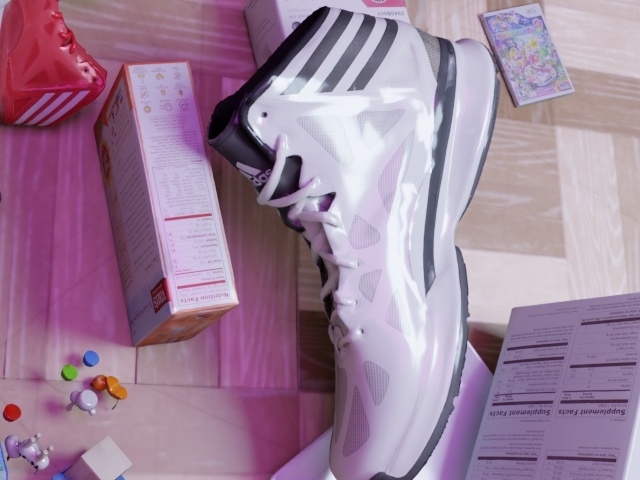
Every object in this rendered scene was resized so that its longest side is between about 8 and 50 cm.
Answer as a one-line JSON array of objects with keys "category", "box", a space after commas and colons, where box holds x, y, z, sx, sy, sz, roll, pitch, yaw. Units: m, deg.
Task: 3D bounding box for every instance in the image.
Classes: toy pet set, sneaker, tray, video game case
[{"category": "toy pet set", "box": [-0.223, 0.181, 0.943, 0.114, 0.065, 0.122, 49, 34, 5]}, {"category": "sneaker", "box": [0.000, 0.000, 0.968, 0.257, 0.169, 0.447, 13, 80, -21]}, {"category": "sneaker", "box": [-0.257, -0.211, 0.994, 0.128, 0.221, 0.087, 10, 26, -30]}, {"category": "tray", "box": [0.083, 0.219, 1.065, 0.270, 0.030, 0.145, -35, 90, -27]}, {"category": "video game case", "box": [0.252, -0.227, 1.279, 0.087, 0.011, 0.122, -16, 81, -25]}]

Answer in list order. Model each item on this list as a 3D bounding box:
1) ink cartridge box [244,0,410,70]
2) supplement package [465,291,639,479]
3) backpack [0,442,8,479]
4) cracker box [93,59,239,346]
[{"category": "ink cartridge box", "box": [0.022, -0.172, 1.125, 0.159, 0.092, 0.217, -8, 79, -24]}, {"category": "supplement package", "box": [0.290, 0.216, 1.032, 0.199, 0.198, 0.262, 33, 64, -28]}, {"category": "backpack", "box": [-0.324, 0.175, 0.869, 0.114, 0.084, 0.105, -14, 102, -25]}, {"category": "cracker box", "box": [-0.148, -0.030, 0.976, 0.067, 0.156, 0.232, -7, 77, -24]}]
